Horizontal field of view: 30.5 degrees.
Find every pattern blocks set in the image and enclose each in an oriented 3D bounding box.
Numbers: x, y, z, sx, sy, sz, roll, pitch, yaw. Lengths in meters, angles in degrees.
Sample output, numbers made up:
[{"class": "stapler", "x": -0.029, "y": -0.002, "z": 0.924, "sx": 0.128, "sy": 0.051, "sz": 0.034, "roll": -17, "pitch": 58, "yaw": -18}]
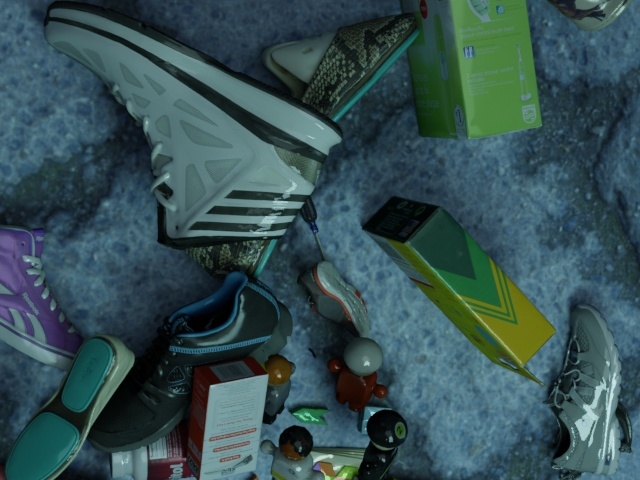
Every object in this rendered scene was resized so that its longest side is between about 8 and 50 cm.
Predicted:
[{"class": "pattern blocks set", "x": 0.013, "y": 0.415, "z": 1.840, "sx": 0.285, "sy": 0.026, "sz": 0.324, "roll": -4, "pitch": 97, "yaw": -16}]

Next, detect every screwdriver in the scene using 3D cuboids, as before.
[{"class": "screwdriver", "x": 0.000, "y": 0.000, "z": 1.794, "sx": 0.025, "sy": 0.024, "sz": 0.170, "roll": -19, "pitch": 104, "yaw": 16}]

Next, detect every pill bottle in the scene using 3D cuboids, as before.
[{"class": "pill bottle", "x": -0.233, "y": 0.310, "z": 1.727, "sx": 0.152, "sy": 0.086, "sz": 0.086, "roll": -3, "pitch": 97, "yaw": -15}]

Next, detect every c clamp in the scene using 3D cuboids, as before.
[{"class": "c clamp", "x": 0.459, "y": 0.352, "z": 1.964, "sx": 0.161, "sy": 0.022, "sz": 0.137, "roll": -30, "pitch": 98, "yaw": -10}]

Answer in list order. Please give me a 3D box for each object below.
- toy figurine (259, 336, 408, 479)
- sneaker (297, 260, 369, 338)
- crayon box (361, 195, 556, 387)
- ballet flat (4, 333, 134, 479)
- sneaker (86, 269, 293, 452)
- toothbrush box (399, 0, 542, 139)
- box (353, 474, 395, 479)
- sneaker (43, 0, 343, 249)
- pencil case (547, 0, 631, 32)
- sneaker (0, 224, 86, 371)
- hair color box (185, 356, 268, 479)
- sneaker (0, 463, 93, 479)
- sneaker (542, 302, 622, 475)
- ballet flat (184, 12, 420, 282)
[{"class": "toy figurine", "x": 0.009, "y": 0.254, "z": 1.714, "sx": 0.209, "sy": 0.213, "sz": 0.148, "roll": -3, "pitch": 139, "yaw": -13}, {"class": "sneaker", "x": 0.020, "y": 0.096, "z": 1.800, "sx": 0.065, "sy": 0.061, "sz": 0.158, "roll": -21, "pitch": 119, "yaw": 27}, {"class": "crayon box", "x": 0.222, "y": 0.074, "z": 1.772, "sx": 0.081, "sy": 0.202, "sz": 0.318, "roll": -46, "pitch": 107, "yaw": -7}, {"class": "ballet flat", "x": -0.339, "y": 0.239, "z": 1.615, "sx": 0.086, "sy": 0.086, "sz": 0.248, "roll": 35, "pitch": 92, "yaw": -16}, {"class": "sneaker", "x": -0.209, "y": 0.165, "z": 1.668, "sx": 0.341, "sy": 0.125, "sz": 0.139, "roll": -37, "pitch": 139, "yaw": -4}, {"class": "toothbrush box", "x": 0.213, "y": -0.297, "z": 1.725, "sx": 0.122, "sy": 0.206, "sz": 0.283, "roll": -10, "pitch": 99, "yaw": -14}, {"class": "box", "x": 0.138, "y": 0.441, "z": 1.850, "sx": 0.207, "sy": 0.036, "sz": 0.114, "roll": 13, "pitch": 92, "yaw": -22}, {"class": "sneaker", "x": -0.219, "y": -0.138, "z": 1.586, "sx": 0.447, "sy": 0.169, "sz": 0.257, "roll": 27, "pitch": 93, "yaw": 10}, {"class": "pencil case", "x": 0.315, "y": -0.503, "z": 1.754, "sx": 0.410, "sy": 0.160, "sz": 0.183, "roll": 36, "pitch": 95, "yaw": -16}, {"class": "sneaker", "x": -0.398, "y": 0.073, "z": 1.649, "sx": 0.282, "sy": 0.102, "sz": 0.161, "roll": 34, "pitch": 83, "yaw": -16}, {"class": "hair color box", "x": -0.133, "y": 0.252, "z": 1.649, "sx": 0.093, "sy": 0.053, "sz": 0.167, "roll": -8, "pitch": 119, "yaw": -30}, {"class": "sneaker", "x": -0.344, "y": 0.387, "z": 1.692, "sx": 0.314, "sy": 0.116, "sz": 0.136, "roll": 41, "pitch": 82, "yaw": -27}, {"class": "sneaker", "x": 0.418, "y": 0.242, "z": 1.893, "sx": 0.115, "sy": 0.105, "sz": 0.281, "roll": -3, "pitch": 88, "yaw": -4}, {"class": "ballet flat", "x": -0.053, "y": -0.167, "z": 1.698, "sx": 0.182, "sy": 0.164, "sz": 0.483, "roll": 34, "pitch": 90, "yaw": -7}]
